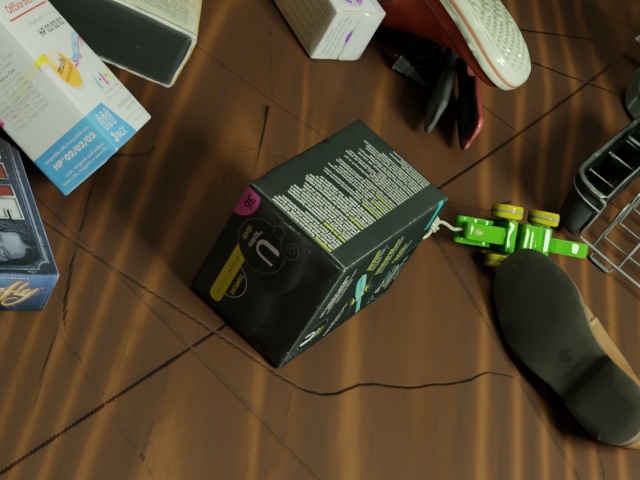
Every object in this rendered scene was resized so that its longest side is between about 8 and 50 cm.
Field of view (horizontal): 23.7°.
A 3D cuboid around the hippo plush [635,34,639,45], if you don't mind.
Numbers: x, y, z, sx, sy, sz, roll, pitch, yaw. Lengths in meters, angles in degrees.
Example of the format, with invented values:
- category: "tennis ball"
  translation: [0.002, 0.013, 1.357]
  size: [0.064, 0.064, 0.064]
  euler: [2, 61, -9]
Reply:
- category: "hippo plush"
  translation: [0.495, -0.203, 1.601]
  size: [0.294, 0.234, 0.236]
  euler: [61, 7, 22]

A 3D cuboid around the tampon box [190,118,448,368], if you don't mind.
- category: "tampon box"
  translation: [0.000, 0.000, 1.197]
  size: [0.101, 0.120, 0.161]
  euler: [42, 38, 12]

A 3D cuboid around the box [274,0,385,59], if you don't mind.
- category: "box"
  translation: [-0.043, -0.316, 1.567]
  size: [0.063, 0.067, 0.324]
  euler: [-3, 49, -37]

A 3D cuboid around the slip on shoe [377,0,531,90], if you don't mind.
- category: "slip on shoe"
  translation: [0.096, -0.247, 1.537]
  size: [0.123, 0.101, 0.331]
  euler: [18, 26, -51]

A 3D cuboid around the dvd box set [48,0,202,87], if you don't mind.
- category: "dvd box set"
  translation: [-0.247, -0.320, 1.389]
  size: [0.307, 0.062, 0.420]
  euler: [22, 32, -16]

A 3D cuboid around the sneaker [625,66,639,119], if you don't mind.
- category: "sneaker"
  translation: [0.381, -0.130, 1.672]
  size: [0.061, 0.053, 0.152]
  euler: [22, 38, -39]

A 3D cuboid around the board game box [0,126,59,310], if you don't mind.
- category: "board game box"
  translation: [-0.301, -0.054, 1.113]
  size: [0.165, 0.042, 0.243]
  euler: [2, 46, -34]

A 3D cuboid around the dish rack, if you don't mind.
- category: "dish rack"
  translation: [0.371, 0.009, 1.484]
  size: [0.271, 0.074, 0.208]
  euler: [42, 40, 11]

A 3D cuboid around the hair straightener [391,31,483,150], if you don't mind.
- category: "hair straightener"
  translation: [0.119, -0.180, 1.540]
  size: [0.089, 0.047, 0.230]
  euler: [23, 38, -12]

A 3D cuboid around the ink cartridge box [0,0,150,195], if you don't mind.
- category: "ink cartridge box"
  translation: [-0.223, -0.133, 1.177]
  size: [0.181, 0.061, 0.104]
  euler: [48, 18, -9]

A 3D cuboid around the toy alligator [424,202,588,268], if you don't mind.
- category: "toy alligator"
  translation: [0.152, -0.006, 1.371]
  size: [0.189, 0.056, 0.051]
  euler: [9, 1, -26]

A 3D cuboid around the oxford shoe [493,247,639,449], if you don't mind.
- category: "oxford shoe"
  translation: [0.216, 0.097, 1.299]
  size: [0.076, 0.076, 0.212]
  euler: [32, 23, -53]
